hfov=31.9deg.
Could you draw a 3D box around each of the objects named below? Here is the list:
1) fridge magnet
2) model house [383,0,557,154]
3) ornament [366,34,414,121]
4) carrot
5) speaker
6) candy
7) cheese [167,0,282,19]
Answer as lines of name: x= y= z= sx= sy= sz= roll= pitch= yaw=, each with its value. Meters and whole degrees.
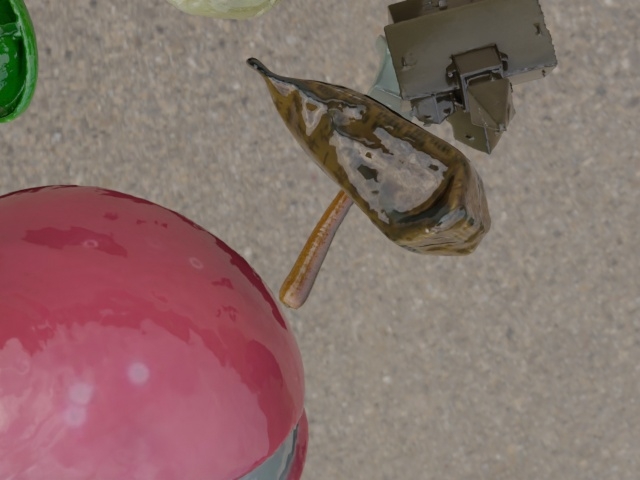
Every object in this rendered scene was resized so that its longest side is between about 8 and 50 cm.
fridge magnet: x=-0.441 y=-0.255 z=1.461 sx=0.088 sy=0.208 sz=0.208 roll=-21 pitch=140 yaw=-43
model house: x=0.180 y=-0.169 z=1.272 sx=0.181 sy=0.248 sz=0.176 roll=-13 pitch=124 yaw=3
ornament: x=0.156 y=-0.302 z=1.593 sx=0.130 sy=0.120 sz=0.285 roll=39 pitch=86 yaw=-2
carrot: x=0.000 y=0.000 z=1.419 sx=0.037 sy=0.037 sz=0.190 roll=29 pitch=87 yaw=-32
speaker: x=-0.154 y=0.106 z=0.701 sx=0.294 sy=0.294 sz=0.294 roll=-8 pitch=130 yaw=-10
candy: x=0.046 y=-0.083 z=1.056 sx=0.101 sy=0.271 sz=0.143 roll=-52 pitch=155 yaw=5
cheese: x=-0.117 y=-0.361 z=1.307 sx=0.214 sy=0.226 sz=0.117 roll=-33 pitch=175 yaw=-43
